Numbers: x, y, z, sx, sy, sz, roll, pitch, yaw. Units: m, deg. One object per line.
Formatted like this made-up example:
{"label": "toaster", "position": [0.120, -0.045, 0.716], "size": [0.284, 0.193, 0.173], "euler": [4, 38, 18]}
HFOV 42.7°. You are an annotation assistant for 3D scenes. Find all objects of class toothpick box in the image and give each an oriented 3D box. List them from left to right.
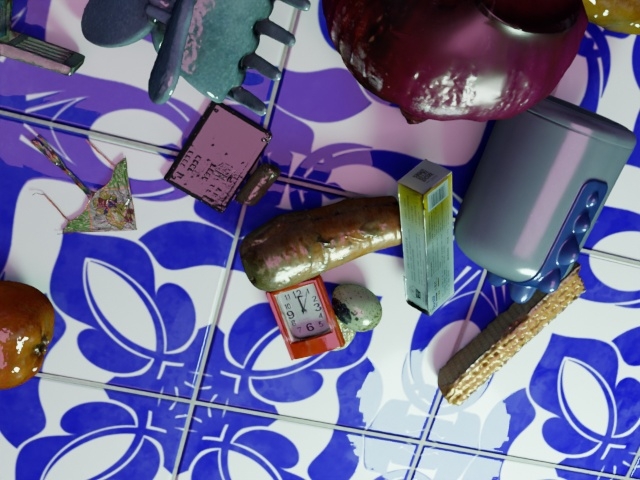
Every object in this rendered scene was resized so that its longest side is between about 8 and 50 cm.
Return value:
{"label": "toothpick box", "position": [0.387, -0.068, 1.463], "size": [0.263, 0.263, 0.354], "euler": [17, 109, -13]}

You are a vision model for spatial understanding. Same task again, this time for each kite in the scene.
{"label": "kite", "position": [-0.430, -0.094, 1.485], "size": [0.198, 0.006, 0.244], "euler": [-43, 110, 10]}

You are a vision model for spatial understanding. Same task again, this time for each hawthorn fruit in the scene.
{"label": "hawthorn fruit", "position": [-0.595, 0.155, 1.470], "size": [0.226, 0.196, 0.196], "euler": [23, 107, 2]}

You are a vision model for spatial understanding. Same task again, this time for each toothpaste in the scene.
{"label": "toothpaste", "position": [0.198, 0.003, 1.496], "size": [0.089, 0.071, 0.312], "euler": [-40, 140, -28]}

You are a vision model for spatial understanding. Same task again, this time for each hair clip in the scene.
{"label": "hair clip", "position": [-0.166, -0.379, 1.277], "size": [0.239, 0.392, 0.318], "euler": [13, 108, -38]}

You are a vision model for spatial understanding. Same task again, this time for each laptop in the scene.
{"label": "laptop", "position": [-0.186, -0.152, 1.490], "size": [0.129, 0.016, 0.180], "euler": [30, 103, -17]}

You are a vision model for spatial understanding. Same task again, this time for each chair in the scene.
{"label": "chair", "position": [-0.509, -0.374, 1.300], "size": [0.271, 0.136, 0.147], "euler": [12, 110, -10]}

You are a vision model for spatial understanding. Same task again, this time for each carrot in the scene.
{"label": "carrot", "position": [0.000, 0.000, 1.511], "size": [0.302, 0.138, 0.138], "euler": [-14, 112, -12]}

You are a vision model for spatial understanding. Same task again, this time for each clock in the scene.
{"label": "clock", "position": [-0.028, 0.143, 1.588], "size": [0.113, 0.061, 0.155], "euler": [-17, 104, 14]}

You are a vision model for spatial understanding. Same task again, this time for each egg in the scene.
{"label": "egg", "position": [0.069, 0.129, 1.589], "size": [0.110, 0.085, 0.085], "euler": [39, 101, -16]}

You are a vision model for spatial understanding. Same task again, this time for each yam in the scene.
{"label": "yam", "position": [-0.115, -0.101, 1.502], "size": [0.043, 0.043, 0.094], "euler": [33, 104, -17]}

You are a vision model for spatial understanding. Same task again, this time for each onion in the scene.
{"label": "onion", "position": [0.185, -0.312, 1.298], "size": [0.399, 0.398, 0.420], "euler": [9, 143, -10]}

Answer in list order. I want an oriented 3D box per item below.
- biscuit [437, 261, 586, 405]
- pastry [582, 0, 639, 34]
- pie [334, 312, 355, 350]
{"label": "biscuit", "position": [0.381, 0.182, 1.645], "size": [0.054, 0.094, 0.378], "euler": [43, 100, -13]}
{"label": "pastry", "position": [0.497, -0.480, 1.375], "size": [0.311, 0.162, 0.254], "euler": [13, 95, -23]}
{"label": "pie", "position": [0.032, 0.181, 1.640], "size": [0.085, 0.017, 0.085], "euler": [-1, 109, -4]}
